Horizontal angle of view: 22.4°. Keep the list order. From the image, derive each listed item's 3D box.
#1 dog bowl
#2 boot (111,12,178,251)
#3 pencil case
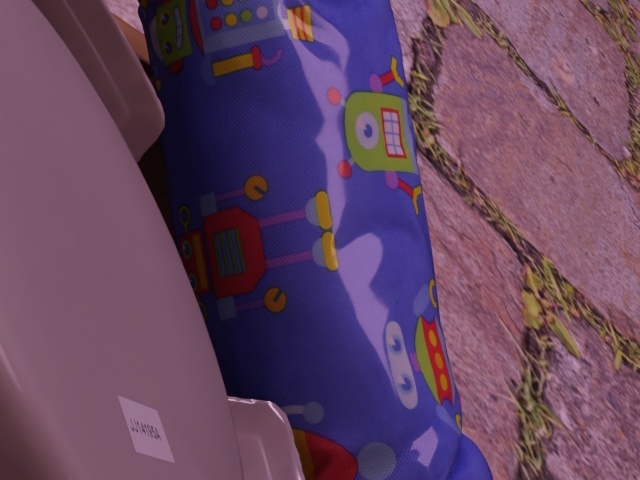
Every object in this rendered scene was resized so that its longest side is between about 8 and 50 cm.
[{"bbox_3d":[-0.110,0.024,0.551,0.349,0.102,0.349,-23,90,-82],"label":"dog bowl"},{"bbox_3d":[-0.075,-0.081,0.878,0.269,0.089,0.236,29,34,-36],"label":"boot"},{"bbox_3d":[0.000,0.000,0.760,0.133,0.119,0.306,-7,83,-44],"label":"pencil case"}]
